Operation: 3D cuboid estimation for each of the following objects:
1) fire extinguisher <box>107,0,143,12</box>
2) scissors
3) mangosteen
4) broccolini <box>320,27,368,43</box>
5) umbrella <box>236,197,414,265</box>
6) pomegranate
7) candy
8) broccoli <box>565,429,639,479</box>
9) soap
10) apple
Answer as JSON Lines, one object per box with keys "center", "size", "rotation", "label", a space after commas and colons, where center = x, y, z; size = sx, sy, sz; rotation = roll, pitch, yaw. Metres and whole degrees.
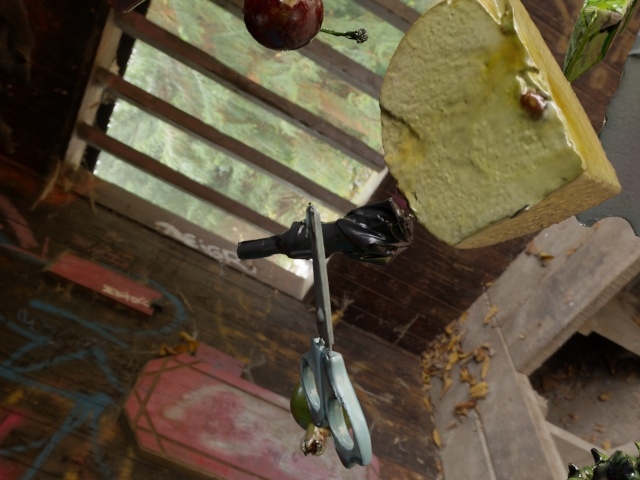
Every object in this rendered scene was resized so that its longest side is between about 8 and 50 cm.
{"center": [-0.427, -0.707, 1.243], "size": [0.337, 0.106, 0.147], "rotation": [-18, 3, 28], "label": "fire extinguisher"}
{"center": [0.002, 0.123, 0.631], "size": [0.191, 0.029, 0.360], "rotation": [35, 137, 59], "label": "scissors"}
{"center": [-0.097, -0.619, 1.263], "size": [0.257, 0.215, 0.215], "rotation": [90, -166, -51], "label": "mangosteen"}
{"center": [0.044, -0.622, 1.473], "size": [0.042, 0.218, 0.044], "rotation": [-53, -31, -31], "label": "broccolini"}
{"center": [0.000, 0.000, 0.897], "size": [0.340, 0.118, 0.118], "rotation": [-8, 38, 19], "label": "umbrella"}
{"center": [-0.006, 0.439, 1.271], "size": [0.210, 0.179, 0.179], "rotation": [-37, -3, -30], "label": "pomegranate"}
{"center": [0.459, -0.358, 0.811], "size": [0.246, 0.069, 0.149], "rotation": [-49, -28, -25], "label": "candy"}
{"center": [0.354, 0.242, 0.421], "size": [0.247, 0.243, 0.262], "rotation": [25, 110, 38], "label": "broccoli"}
{"center": [0.585, -0.191, 0.872], "size": [0.302, 0.159, 0.258], "rotation": [-62, -29, -13], "label": "soap"}
{"center": [0.243, -0.169, 0.673], "size": [0.252, 0.314, 0.309], "rotation": [88, 163, -70], "label": "apple"}
